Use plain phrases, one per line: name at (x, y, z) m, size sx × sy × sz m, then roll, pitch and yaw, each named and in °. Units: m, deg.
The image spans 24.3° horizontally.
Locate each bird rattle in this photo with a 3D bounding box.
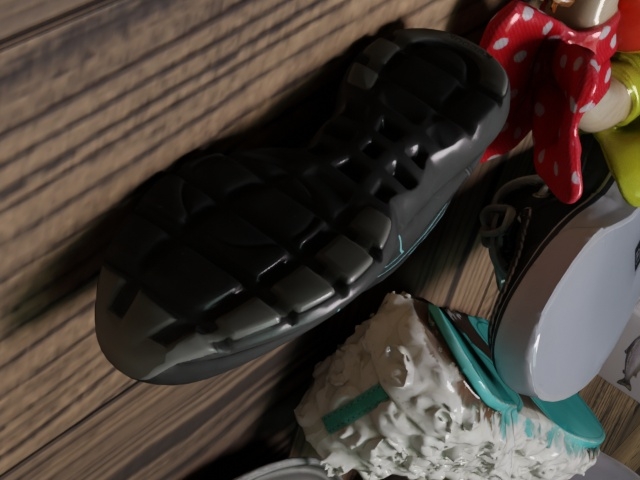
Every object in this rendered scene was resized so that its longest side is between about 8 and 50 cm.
bird rattle at (0.166, -0.128, 0.899) m, size 0.253 × 0.143 × 0.206 m, roll 12°, pitch 99°, yaw -53°

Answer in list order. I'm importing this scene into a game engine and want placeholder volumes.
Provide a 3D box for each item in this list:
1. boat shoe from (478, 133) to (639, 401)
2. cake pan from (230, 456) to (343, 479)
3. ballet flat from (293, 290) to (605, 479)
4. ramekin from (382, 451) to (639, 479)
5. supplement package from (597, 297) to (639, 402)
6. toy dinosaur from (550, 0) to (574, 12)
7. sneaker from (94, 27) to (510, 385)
boat shoe at (0.163, -0.001, 1.013) m, size 0.306 × 0.105 × 0.113 m, roll -50°, pitch 142°, yaw -45°
cake pan at (-0.075, 0.265, 0.938) m, size 0.293 × 0.054 × 0.293 m, roll -37°, pitch 151°, yaw -24°
ballet flat at (0.090, 0.122, 1.059) m, size 0.147 × 0.147 × 0.409 m, roll -56°, pitch 154°, yaw 2°
ramekin at (0.158, 0.248, 1.189) m, size 0.273 × 0.273 × 0.127 m, roll -20°, pitch 126°, yaw -56°
supplement package at (0.349, 0.099, 1.466) m, size 0.105 × 0.179 × 0.105 m, roll -38°, pitch 153°, yaw -38°
toy dinosaur at (0.192, -0.265, 0.721) m, size 0.322 × 0.164 × 0.218 m, roll -41°, pitch 146°, yaw 13°
sneaker at (0.000, 0.000, 0.698) m, size 0.267 × 0.101 × 0.106 m, roll -37°, pitch 154°, yaw -39°
